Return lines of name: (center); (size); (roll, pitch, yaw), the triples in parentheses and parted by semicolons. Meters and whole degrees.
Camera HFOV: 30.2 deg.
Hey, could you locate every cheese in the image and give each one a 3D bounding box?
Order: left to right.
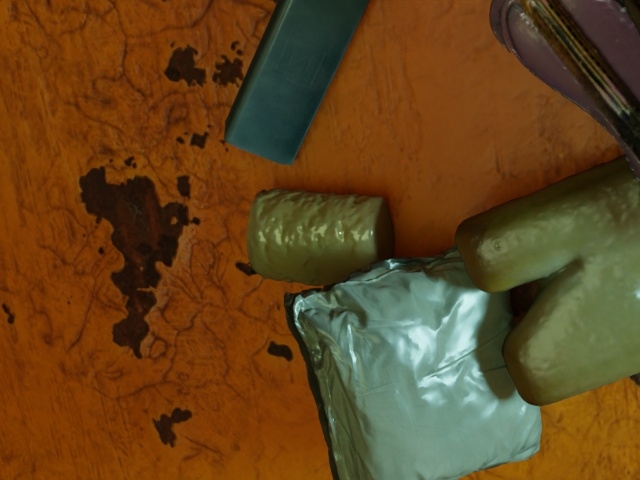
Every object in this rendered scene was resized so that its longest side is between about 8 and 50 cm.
cheese: (0.000, 0.000, 1.425); (0.167, 0.094, 0.123); (6, 116, 20)

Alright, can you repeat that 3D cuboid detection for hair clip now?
hair clip: (0.311, -0.154, 1.226); (0.110, 0.095, 0.359); (-48, 65, 39)

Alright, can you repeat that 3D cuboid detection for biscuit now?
biscuit: (0.314, 0.035, 1.289); (0.290, 0.062, 0.237); (-21, 99, 9)

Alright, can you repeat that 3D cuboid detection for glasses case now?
glasses case: (-0.030, -0.219, 1.381); (0.105, 0.056, 0.266); (32, 118, 10)

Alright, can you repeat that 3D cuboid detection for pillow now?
pillow: (0.123, 0.158, 1.369); (0.283, 0.138, 0.310); (-21, 107, -18)

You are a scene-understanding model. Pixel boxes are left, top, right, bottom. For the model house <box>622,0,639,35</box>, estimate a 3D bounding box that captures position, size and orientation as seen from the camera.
model house: (0.486, -0.225, 1.092); (0.317, 0.297, 0.283); (34, 90, 17)
